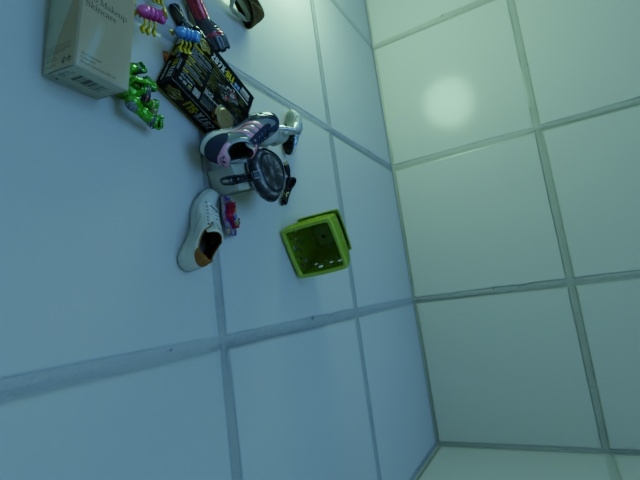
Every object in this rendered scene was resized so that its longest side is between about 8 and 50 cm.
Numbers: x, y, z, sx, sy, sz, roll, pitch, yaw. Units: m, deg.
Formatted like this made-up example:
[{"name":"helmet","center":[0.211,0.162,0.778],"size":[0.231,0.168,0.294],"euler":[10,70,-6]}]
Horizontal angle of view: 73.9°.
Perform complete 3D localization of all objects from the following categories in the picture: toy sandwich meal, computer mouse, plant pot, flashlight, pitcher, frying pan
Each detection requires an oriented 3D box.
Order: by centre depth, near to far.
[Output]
[{"name":"toy sandwich meal","center":[-0.318,-0.392,1.379],"size":[0.086,0.029,0.085],"euler":[18,70,-61]},{"name":"frying pan","center":[-0.216,-0.241,1.425],"size":[0.326,0.053,0.197],"euler":[19,60,-60]},{"name":"flashlight","center":[-0.414,-0.788,1.442],"size":[0.103,0.103,0.303],"euler":[-51,125,-52]},{"name":"pitcher","center":[-0.190,-0.422,1.628],"size":[0.207,0.178,0.125],"euler":[-7,91,-63]},{"name":"computer mouse","center":[-0.157,-0.290,1.735],"size":[0.184,0.060,0.261],"euler":[-74,149,-43]},{"name":"plant pot","center":[0.000,0.000,1.779],"size":[0.207,0.229,0.226],"euler":[-55,128,-63]}]

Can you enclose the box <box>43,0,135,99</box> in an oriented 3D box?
[{"name":"box","center":[-0.548,-0.522,1.023],"size":[0.148,0.121,0.310],"euler":[12,77,-62]}]

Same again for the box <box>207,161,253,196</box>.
[{"name":"box","center":[-0.259,-0.222,1.498],"size":[0.275,0.113,0.094],"euler":[-27,103,-62]}]

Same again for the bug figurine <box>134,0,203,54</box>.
[{"name":"bug figurine","center":[-0.470,-0.688,1.246],"size":[0.216,0.072,0.278],"euler":[-20,78,-55]}]

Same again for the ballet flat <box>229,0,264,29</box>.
[{"name":"ballet flat","center":[-0.325,-0.959,1.638],"size":[0.124,0.116,0.342],"euler":[-65,158,-12]}]

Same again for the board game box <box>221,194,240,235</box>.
[{"name":"board game box","center":[-0.285,-0.083,1.401],"size":[0.169,0.033,0.133],"euler":[-15,95,-88]}]

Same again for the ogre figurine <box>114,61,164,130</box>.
[{"name":"ogre figurine","center":[-0.494,-0.407,1.154],"size":[0.118,0.097,0.196],"euler":[2,89,-73]}]

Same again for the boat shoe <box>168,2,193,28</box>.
[{"name":"boat shoe","center":[-0.454,-0.715,1.397],"size":[0.125,0.046,0.038],"euler":[66,30,-15]}]

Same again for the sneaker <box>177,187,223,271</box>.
[{"name":"sneaker","center":[-0.329,-0.042,1.287],"size":[0.106,0.123,0.289],"euler":[42,43,-45]}]

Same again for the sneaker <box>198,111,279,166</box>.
[{"name":"sneaker","center":[-0.231,-0.321,1.392],"size":[0.319,0.131,0.112],"euler":[-36,153,-34]}]

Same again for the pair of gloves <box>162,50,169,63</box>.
[{"name":"pair of gloves","center":[-0.463,-0.562,1.358],"size":[0.083,0.010,0.074],"euler":[-23,99,-62]}]

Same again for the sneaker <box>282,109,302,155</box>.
[{"name":"sneaker","center":[-0.115,-0.474,1.882],"size":[0.086,0.085,0.236],"euler":[25,56,-39]}]

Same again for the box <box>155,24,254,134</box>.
[{"name":"box","center":[-0.368,-0.495,1.422],"size":[0.322,0.080,0.256],"euler":[45,43,-47]}]
